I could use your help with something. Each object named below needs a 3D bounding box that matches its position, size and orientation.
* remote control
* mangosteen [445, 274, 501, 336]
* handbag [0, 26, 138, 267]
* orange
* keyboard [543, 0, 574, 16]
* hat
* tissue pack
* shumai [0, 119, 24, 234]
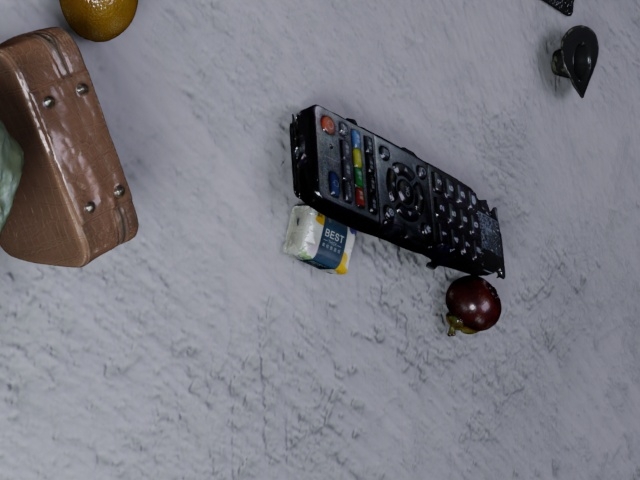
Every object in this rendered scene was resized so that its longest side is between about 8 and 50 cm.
[{"bbox_3d":[0.101,-0.050,1.316,0.399,0.062,0.144,22,56,-46],"label":"remote control"},{"bbox_3d":[0.203,0.086,1.437,0.081,0.081,0.081,-2,93,-46],"label":"mangosteen"},{"bbox_3d":[-0.244,-0.074,0.912,0.072,0.151,0.193,-37,115,-43],"label":"handbag"},{"bbox_3d":[-0.207,-0.227,1.000,0.085,0.085,0.085,-2,93,-46],"label":"orange"},{"bbox_3d":[0.323,-0.394,1.587,0.204,0.013,0.061,14,82,-45],"label":"keyboard"},{"bbox_3d":[0.380,-0.272,1.623,0.121,0.050,0.121,-3,94,-53],"label":"hat"},{"bbox_3d":[0.000,0.000,1.244,0.083,0.042,0.062,26,73,-43],"label":"tissue pack"},{"bbox_3d":[-0.319,0.006,0.800,0.261,0.225,0.222,-31,133,1],"label":"shumai"}]
